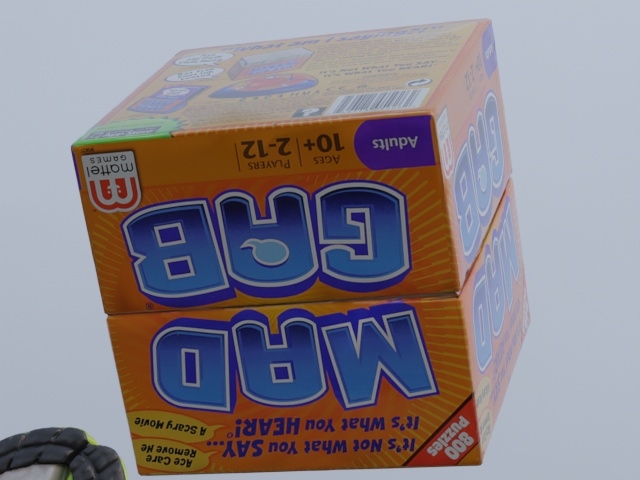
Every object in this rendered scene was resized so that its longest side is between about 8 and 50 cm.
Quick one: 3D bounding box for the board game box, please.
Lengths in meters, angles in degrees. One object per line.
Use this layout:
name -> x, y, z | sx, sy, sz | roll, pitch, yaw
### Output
board game box -> 0.000, 0.000, 1.938 | 0.356, 0.356, 0.356 | -4, 20, 16

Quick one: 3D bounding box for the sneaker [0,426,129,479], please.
sneaker -> -0.261, 0.208, 1.308 | 0.300, 0.111, 0.121 | -6, -26, 12
